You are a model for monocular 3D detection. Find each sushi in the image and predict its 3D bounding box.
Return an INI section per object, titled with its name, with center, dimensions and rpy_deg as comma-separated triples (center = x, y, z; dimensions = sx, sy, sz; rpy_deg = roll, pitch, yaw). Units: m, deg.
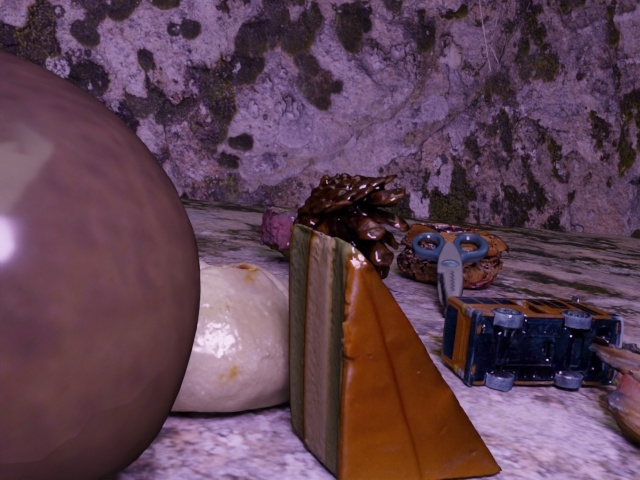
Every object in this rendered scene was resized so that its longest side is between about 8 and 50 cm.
[sushi]
center = -0.013, -0.004, 1.357
dimensions = 0.241, 0.108, 0.161
rpy_deg = 11, 4, -37

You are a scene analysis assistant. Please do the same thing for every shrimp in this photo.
[shrimp]
center = 0.334, 0.163, 0.600
dimensions = 0.145, 0.059, 0.254
rpy_deg = -18, 28, -38

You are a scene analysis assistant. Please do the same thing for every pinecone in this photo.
[pinecone]
center = 0.053, -0.016, 1.158
dimensions = 0.202, 0.202, 0.229
rpy_deg = 1, 5, -8

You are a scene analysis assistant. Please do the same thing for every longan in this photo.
[longan]
center = -0.222, 0.013, 0.436
dimensions = 0.288, 0.289, 0.350
rpy_deg = 1, 24, -37

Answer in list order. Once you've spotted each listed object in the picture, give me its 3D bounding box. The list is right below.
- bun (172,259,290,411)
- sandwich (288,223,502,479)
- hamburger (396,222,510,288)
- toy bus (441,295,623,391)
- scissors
[bun]
center = -0.098, 0.074, 0.626
dimensions = 0.222, 0.128, 0.222
rpy_deg = 5, 10, -1
[sandwich]
center = 0.057, 0.082, 0.516
dimensions = 0.144, 0.188, 0.117
rpy_deg = -4, 12, -25
[hamburger]
center = 0.264, 0.032, 1.340
dimensions = 0.230, 0.107, 0.231
rpy_deg = 8, 12, -2
[toy bus]
center = 0.238, 0.114, 0.761
dimensions = 0.181, 0.091, 0.103
rpy_deg = 3, 9, -14
[scissors]
center = 0.220, 0.050, 1.125
dimensions = 0.137, 0.041, 0.289
rpy_deg = 5, 26, 8
